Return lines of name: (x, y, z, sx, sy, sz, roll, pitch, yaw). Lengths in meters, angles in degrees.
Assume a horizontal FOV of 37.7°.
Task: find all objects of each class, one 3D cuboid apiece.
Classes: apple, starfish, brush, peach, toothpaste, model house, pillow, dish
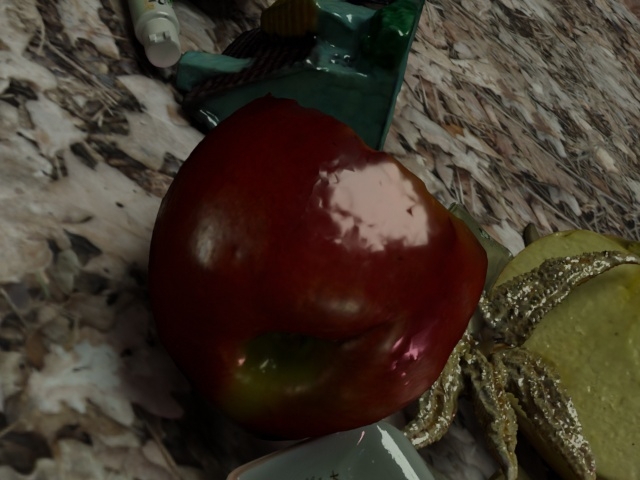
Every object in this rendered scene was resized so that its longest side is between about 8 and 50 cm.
apple: (0.334, 0.141, 1.035, 0.314, 0.252, 0.309, 6, 28, -38)
starfish: (0.182, 0.130, 0.924, 0.301, 0.084, 0.293, 2, 44, 4)
brush: (0.311, 0.031, 1.352, 0.070, 0.021, 0.196, 33, 31, -16)
peach: (0.000, 0.000, 0.786, 0.281, 0.281, 0.338, 37, 33, -12)
toothpaste: (-0.214, -0.314, 1.137, 0.058, 0.056, 0.314, 78, -6, -49)
model house: (-0.022, -0.221, 1.118, 0.249, 0.230, 0.280, 17, 31, 3)
pillow: (0.188, 0.027, 1.199, 0.130, 0.033, 0.217, 44, 31, 3)
dish: (0.023, 0.232, 0.738, 0.234, 0.064, 0.154, -8, 58, -51)

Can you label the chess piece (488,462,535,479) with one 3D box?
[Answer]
chess piece: (0.232, 0.302, 0.894, 0.200, 0.090, 0.090, 46, 30, 25)
